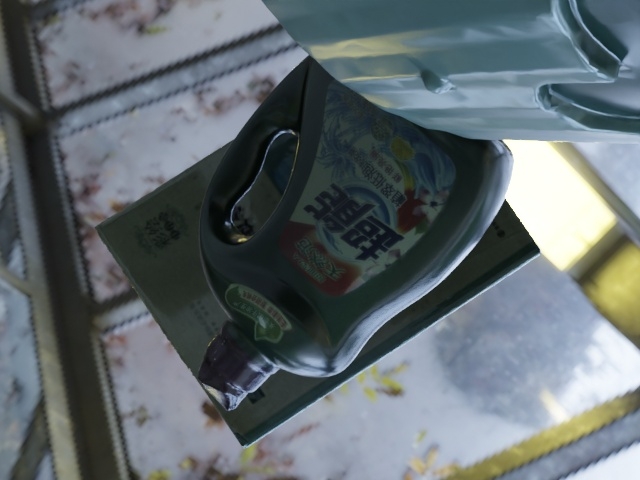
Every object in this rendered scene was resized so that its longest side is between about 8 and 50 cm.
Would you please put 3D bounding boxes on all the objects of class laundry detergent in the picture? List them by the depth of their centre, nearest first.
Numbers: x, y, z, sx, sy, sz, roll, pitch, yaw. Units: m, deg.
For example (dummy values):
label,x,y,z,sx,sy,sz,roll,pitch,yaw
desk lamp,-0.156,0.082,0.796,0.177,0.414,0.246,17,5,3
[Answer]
label,x,y,z,sx,sy,sz,roll,pitch,yaw
laundry detergent,-0.005,-0.003,0.824,0.221,0.144,0.078,-48,167,12

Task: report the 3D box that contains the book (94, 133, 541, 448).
label,x,y,z,sx,sy,sz,roll,pitch,yaw
book,0.000,0.000,1.142,0.283,0.215,0.025,-35,177,-5

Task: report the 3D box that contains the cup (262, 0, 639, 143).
label,x,y,z,sx,sy,sz,roll,pitch,yaw
cup,0.187,-0.136,0.395,0.310,0.401,0.392,-48,-158,-22
